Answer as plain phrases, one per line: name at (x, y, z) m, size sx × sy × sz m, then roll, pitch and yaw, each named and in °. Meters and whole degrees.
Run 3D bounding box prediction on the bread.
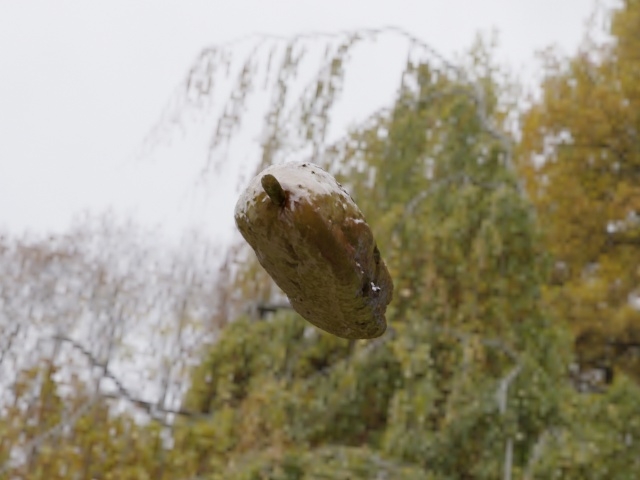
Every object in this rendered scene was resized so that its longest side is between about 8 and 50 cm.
bread at (-0.001, 0.002, 1.248) m, size 0.124 × 0.084 × 0.344 m, roll 27°, pitch -11°, yaw 16°
